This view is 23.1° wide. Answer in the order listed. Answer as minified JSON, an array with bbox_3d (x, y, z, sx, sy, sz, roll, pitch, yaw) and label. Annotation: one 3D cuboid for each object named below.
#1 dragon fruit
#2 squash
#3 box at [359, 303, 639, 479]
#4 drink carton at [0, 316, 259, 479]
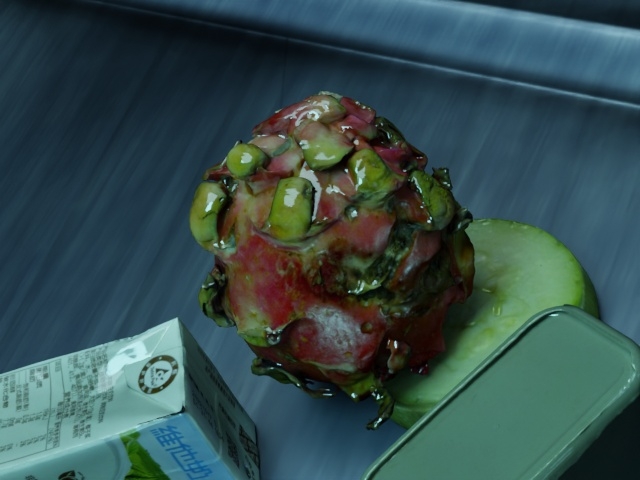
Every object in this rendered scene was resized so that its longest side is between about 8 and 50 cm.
[{"bbox_3d":[0.000,0.000,1.477,0.250,0.291,0.269,16,60,35],"label":"dragon fruit"},{"bbox_3d":[0.148,0.077,1.563,0.252,0.049,0.252,-17,44,17],"label":"squash"},{"bbox_3d":[0.174,0.210,1.337,0.274,0.178,0.138,-41,45,-12],"label":"box"},{"bbox_3d":[-0.244,0.217,1.533,0.325,0.194,0.132,-18,47,11],"label":"drink carton"}]
